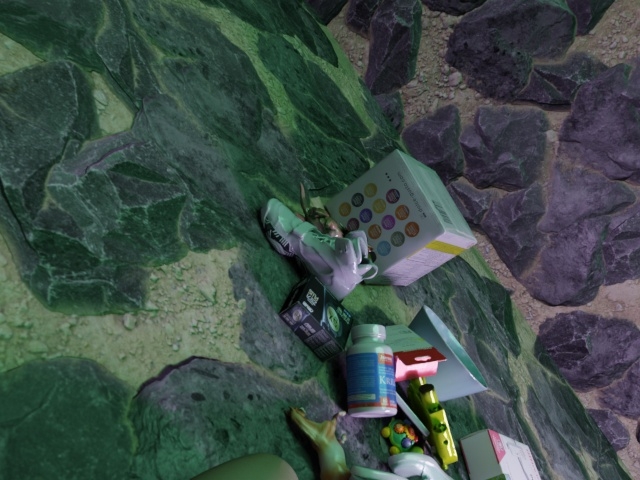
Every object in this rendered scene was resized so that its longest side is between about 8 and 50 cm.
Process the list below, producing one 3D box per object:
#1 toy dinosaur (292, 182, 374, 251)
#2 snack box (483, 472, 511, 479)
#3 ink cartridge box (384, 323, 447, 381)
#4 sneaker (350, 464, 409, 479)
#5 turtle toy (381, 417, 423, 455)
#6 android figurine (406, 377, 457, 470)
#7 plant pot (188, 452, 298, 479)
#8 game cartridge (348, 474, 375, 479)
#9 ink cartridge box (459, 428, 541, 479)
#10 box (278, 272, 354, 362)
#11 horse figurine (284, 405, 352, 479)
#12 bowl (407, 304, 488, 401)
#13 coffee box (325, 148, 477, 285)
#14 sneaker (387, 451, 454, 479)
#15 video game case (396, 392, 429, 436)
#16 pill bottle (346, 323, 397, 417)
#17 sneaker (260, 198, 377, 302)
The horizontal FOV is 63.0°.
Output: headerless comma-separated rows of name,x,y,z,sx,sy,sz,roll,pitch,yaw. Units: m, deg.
toy dinosaur,0.014,-0.042,1.647,0.295,0.127,0.200,54,27,8
snack box,0.486,0.735,1.485,0.037,0.141,0.100,28,37,-40
ink cartridge box,0.230,0.317,1.447,0.134,0.077,0.231,-3,16,-22
sneaker,0.140,0.574,1.090,0.295,0.105,0.146,48,54,-38
turtle toy,0.224,0.530,1.385,0.095,0.066,0.130,3,56,-57
android figurine,0.306,0.501,1.442,0.248,0.056,0.272,-126,-161,-72
plant pot,-0.124,0.439,0.784,0.256,0.257,0.274,56,12,4
game cartridge,0.153,0.610,1.023,0.355,0.068,0.230,29,77,-31
ink cartridge box,0.587,0.741,1.662,0.283,0.117,0.207,31,35,-37
box,-0.007,0.201,1.381,0.180,0.078,0.147,49,28,-11
horse figurine,0.034,0.478,1.147,0.174,0.066,0.263,22,38,-54
bowl,0.354,0.370,1.621,0.311,0.163,0.311,50,10,-12
coffee box,0.288,-0.061,1.866,0.338,0.334,0.337,9,50,-57
sneaker,0.266,0.638,1.300,0.256,0.094,0.151,40,33,-23
video game case,0.225,0.454,1.425,0.157,0.019,0.143,50,-8,5
pill bottle,0.127,0.333,1.338,0.124,0.124,0.221,24,56,-45
sneaker,0.000,0.000,1.475,0.365,0.210,0.137,55,27,2
